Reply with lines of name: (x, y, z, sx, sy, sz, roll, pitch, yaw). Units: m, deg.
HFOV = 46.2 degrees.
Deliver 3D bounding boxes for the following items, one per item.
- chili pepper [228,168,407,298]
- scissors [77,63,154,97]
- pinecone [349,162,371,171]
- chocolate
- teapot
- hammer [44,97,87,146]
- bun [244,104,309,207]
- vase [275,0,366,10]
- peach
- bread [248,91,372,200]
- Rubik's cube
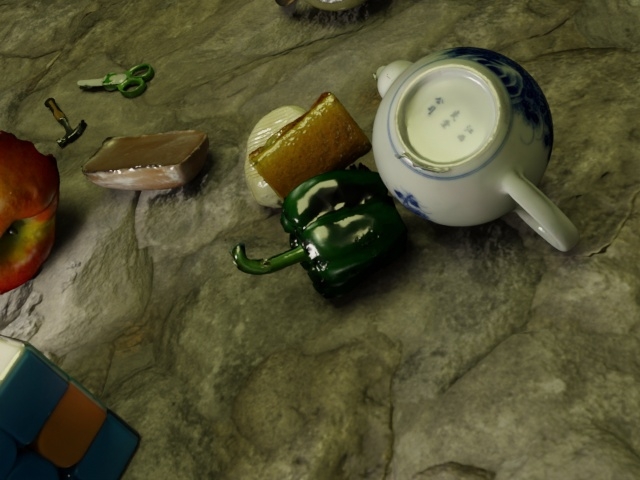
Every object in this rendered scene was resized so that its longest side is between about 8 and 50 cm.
chili pepper: (0.000, 0.000, 1.135, 0.261, 0.165, 0.174, -25, 65, 1)
scissors: (-0.492, -0.377, 1.781, 0.204, 0.027, 0.101, 3, 52, 25)
pinecone: (0.058, -0.085, 1.244, 0.083, 0.077, 0.077, -32, 43, 21)
chocolate: (-0.334, -0.145, 1.471, 0.261, 0.083, 0.161, 1, 35, 25)
teapot: (0.212, -0.140, 1.096, 0.252, 0.280, 0.424, -46, 69, 8)
hammer: (-0.604, -0.288, 1.760, 0.078, 0.021, 0.201, -36, 47, -7)
bun: (-0.060, -0.144, 1.331, 0.164, 0.111, 0.188, -20, 53, 25)
vase: (0.018, -0.633, 1.660, 0.329, 0.241, 0.302, -29, 26, 37)
peach: (-0.676, -0.044, 1.374, 0.406, 0.335, 0.310, 1, 84, 9)
bread: (-0.018, -0.142, 1.195, 0.172, 0.132, 0.103, -42, 32, 0)
Rubik's cube: (-0.482, 0.300, 1.008, 0.291, 0.290, 0.291, 7, 56, 30)
